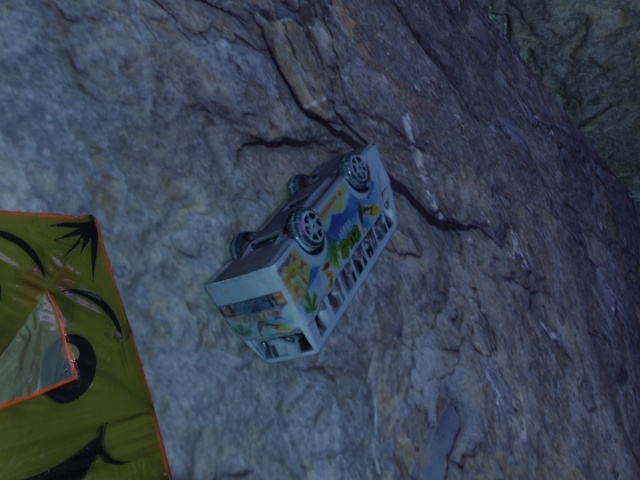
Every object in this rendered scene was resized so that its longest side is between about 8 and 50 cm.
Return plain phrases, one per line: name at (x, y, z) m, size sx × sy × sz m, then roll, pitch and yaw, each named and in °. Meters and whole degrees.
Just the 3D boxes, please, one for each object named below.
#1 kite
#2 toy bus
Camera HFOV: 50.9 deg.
kite at (-0.251, 0.083, 0.526) m, size 0.377 × 0.013 × 0.327 m, roll 44°, pitch 39°, yaw -22°
toy bus at (0.000, 0.000, 0.812) m, size 0.136 × 0.109 × 0.329 m, roll 60°, pitch 35°, yaw -16°
